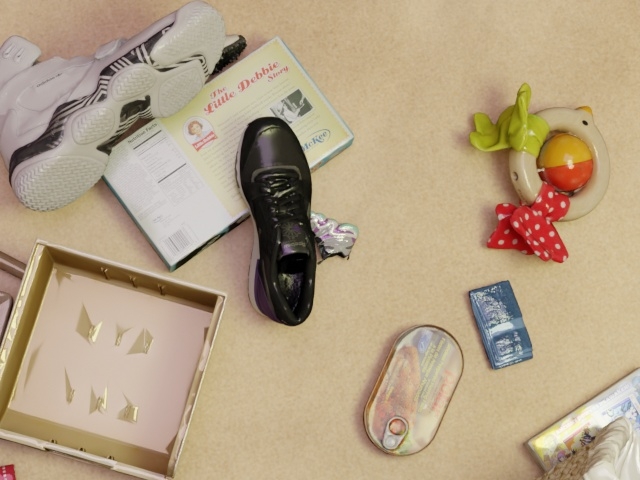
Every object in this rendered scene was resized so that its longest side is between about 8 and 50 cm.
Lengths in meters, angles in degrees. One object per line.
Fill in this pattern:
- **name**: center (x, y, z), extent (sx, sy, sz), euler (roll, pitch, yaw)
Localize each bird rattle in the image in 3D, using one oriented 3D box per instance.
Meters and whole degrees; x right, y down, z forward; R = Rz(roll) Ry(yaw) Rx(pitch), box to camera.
- **bird rattle**: center (0.327, -0.097, 1.894), extent (0.207, 0.143, 0.253), euler (-15, 82, -24)

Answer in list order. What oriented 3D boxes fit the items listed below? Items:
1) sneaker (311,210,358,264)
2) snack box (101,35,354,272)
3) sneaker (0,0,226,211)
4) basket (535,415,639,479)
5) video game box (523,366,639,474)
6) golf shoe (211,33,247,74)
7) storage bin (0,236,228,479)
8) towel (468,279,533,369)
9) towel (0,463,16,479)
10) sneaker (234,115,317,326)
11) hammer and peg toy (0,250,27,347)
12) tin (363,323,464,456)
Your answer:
- **sneaker**: center (0.000, 0.000, 1.886), extent (0.098, 0.038, 0.069), euler (17, 77, 0)
- **snack box**: center (-0.134, -0.124, 1.890), extent (0.322, 0.060, 0.187), euler (-35, 84, -10)
- **sneaker**: center (-0.311, -0.226, 1.814), extent (0.366, 0.137, 0.210), euler (-43, 62, 2)
- **basket**: center (0.347, 0.438, 1.651), extent (0.266, 0.331, 0.328), euler (-34, 82, 16)
- **video game box**: center (0.415, 0.303, 1.852), extent (0.205, 0.048, 0.187), euler (-31, 85, -10)
- **golf shoe**: center (-0.204, -0.268, 1.907), extent (0.198, 0.077, 0.094), euler (-22, 81, -10)
- **storage bin**: center (-0.285, 0.165, 1.785), extent (0.262, 0.123, 0.260), euler (16, 77, -2)
- **towel**: center (0.254, 0.118, 1.887), extent (0.067, 0.029, 0.119), euler (-16, 80, -9)
- **towel**: center (-0.518, 0.422, 1.760), extent (0.275, 0.031, 0.199), euler (-14, 80, -8)
- **sneaker**: center (-0.043, -0.026, 1.801), extent (0.107, 0.124, 0.283), euler (-9, 99, -16)
- **hammer and peg toy**: center (-0.540, 0.111, 1.773), extent (0.266, 0.127, 0.361), euler (15, 77, -1)
- **tin**: center (0.129, 0.208, 1.855), extent (0.106, 0.040, 0.190), euler (25, 77, 5)
